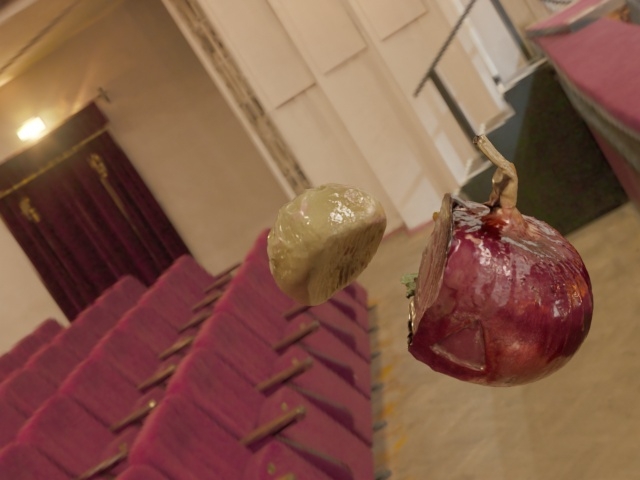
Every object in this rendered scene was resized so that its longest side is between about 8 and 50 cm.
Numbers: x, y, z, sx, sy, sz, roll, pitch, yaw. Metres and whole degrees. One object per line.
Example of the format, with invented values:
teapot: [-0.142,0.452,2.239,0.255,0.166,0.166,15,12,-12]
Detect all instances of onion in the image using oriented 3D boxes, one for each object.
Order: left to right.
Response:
onion: [0.235,0.072,1.101,0.272,0.230,0.256,116,172,-52]

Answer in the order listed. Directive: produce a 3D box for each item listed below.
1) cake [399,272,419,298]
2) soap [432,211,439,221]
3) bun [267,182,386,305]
cake: [0.251,0.072,1.377,0.100,0.235,0.099,-116,46,-69]
soap: [0.279,-0.030,1.863,0.012,0.089,0.034,-40,-16,-28]
bun: [0.000,0.000,1.277,0.178,0.128,0.193,-30,-28,-30]
